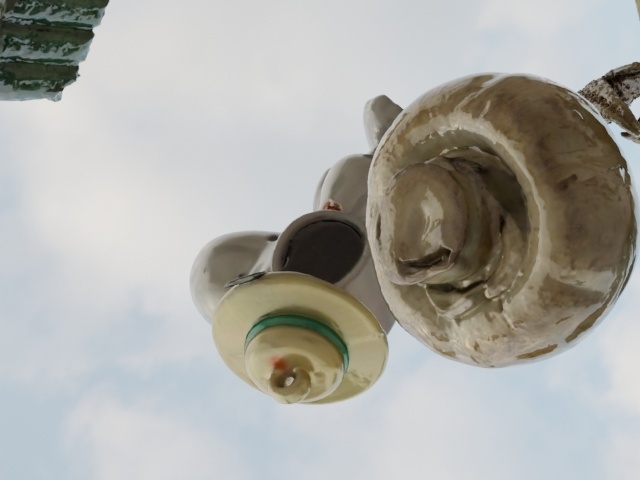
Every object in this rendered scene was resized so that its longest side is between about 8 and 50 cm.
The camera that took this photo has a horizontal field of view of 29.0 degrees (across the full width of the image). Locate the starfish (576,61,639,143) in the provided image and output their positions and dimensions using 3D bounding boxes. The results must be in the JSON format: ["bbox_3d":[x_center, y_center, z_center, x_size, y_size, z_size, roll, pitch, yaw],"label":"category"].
[{"bbox_3d":[0.235,-0.095,1.051,0.074,0.146,0.190,59,-168,5],"label":"starfish"}]

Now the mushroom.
[{"bbox_3d":[0.094,-0.012,0.677,0.127,0.166,0.166,0,-128,-52],"label":"mushroom"}]

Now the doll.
[{"bbox_3d":[0.019,0.000,0.982,0.271,0.144,0.208,-37,-140,-16],"label":"doll"}]

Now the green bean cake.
[{"bbox_3d":[-0.252,-0.235,1.010,0.107,0.208,0.193,1,-143,-43],"label":"green bean cake"}]

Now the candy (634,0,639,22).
[{"bbox_3d":[0.213,-0.119,0.685,0.038,0.062,0.122,-20,-82,-32],"label":"candy"}]
